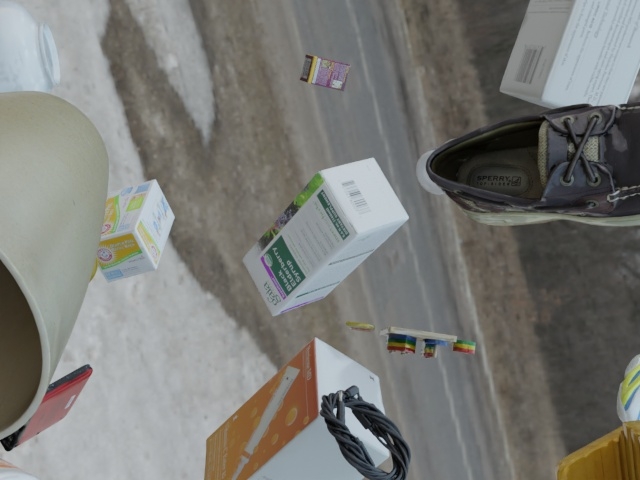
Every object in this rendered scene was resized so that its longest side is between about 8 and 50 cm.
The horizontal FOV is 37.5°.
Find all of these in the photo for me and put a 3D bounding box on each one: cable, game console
[{"bbox_3d":[0.075,0.313,1.501,0.151,0.047,0.184,7,46,-59],"label":"cable"},{"bbox_3d":[-0.343,0.170,1.063,0.124,0.144,0.085,-30,77,-40],"label":"game console"}]

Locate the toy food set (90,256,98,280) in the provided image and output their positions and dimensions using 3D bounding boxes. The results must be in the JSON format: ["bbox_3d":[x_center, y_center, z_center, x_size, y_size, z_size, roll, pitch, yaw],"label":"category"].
[{"bbox_3d":[-0.476,0.055,1.550,0.071,0.218,0.128,54,-6,39],"label":"toy food set"}]

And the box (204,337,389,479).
[{"bbox_3d":[-0.054,0.388,1.767,0.168,0.345,0.215,35,25,-23],"label":"box"}]

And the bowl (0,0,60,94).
[{"bbox_3d":[-0.644,-0.390,2.032,0.298,0.134,0.297,171,-90,-87],"label":"bowl"}]

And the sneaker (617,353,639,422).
[{"bbox_3d":[0.585,0.211,1.543,0.091,0.126,0.240,24,93,-47],"label":"sneaker"}]

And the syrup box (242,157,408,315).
[{"bbox_3d":[0.000,0.000,1.217,0.096,0.237,0.093,-18,72,-39],"label":"syrup box"}]

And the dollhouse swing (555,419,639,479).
[{"bbox_3d":[0.301,0.423,1.197,0.347,0.305,0.315,-38,121,-84],"label":"dollhouse swing"}]

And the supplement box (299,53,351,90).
[{"bbox_3d":[0.009,-0.328,1.845,0.043,0.083,0.054,34,-68,60],"label":"supplement box"}]

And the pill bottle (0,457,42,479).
[{"bbox_3d":[-0.546,0.375,1.294,0.224,0.392,0.223,-10,104,-47],"label":"pill bottle"}]

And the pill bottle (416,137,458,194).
[{"bbox_3d":[0.229,-0.133,1.630,0.137,0.078,0.078,-30,110,-51],"label":"pill bottle"}]

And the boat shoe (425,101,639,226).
[{"bbox_3d":[0.217,-0.068,0.822,0.092,0.285,0.102,15,77,-43],"label":"boat shoe"}]

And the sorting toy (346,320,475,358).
[{"bbox_3d":[0.179,0.203,1.861,0.132,0.275,0.046,119,-20,-80],"label":"sorting toy"}]

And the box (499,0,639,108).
[{"bbox_3d":[0.359,-0.270,1.321,0.181,0.119,0.181,-122,-131,-75],"label":"box"}]

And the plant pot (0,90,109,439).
[{"bbox_3d":[-0.290,-0.016,0.788,0.274,0.257,0.256,-70,147,-56],"label":"plant pot"}]

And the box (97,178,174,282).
[{"bbox_3d":[-0.384,-0.021,1.922,0.203,0.114,0.103,-86,157,-57],"label":"box"}]
